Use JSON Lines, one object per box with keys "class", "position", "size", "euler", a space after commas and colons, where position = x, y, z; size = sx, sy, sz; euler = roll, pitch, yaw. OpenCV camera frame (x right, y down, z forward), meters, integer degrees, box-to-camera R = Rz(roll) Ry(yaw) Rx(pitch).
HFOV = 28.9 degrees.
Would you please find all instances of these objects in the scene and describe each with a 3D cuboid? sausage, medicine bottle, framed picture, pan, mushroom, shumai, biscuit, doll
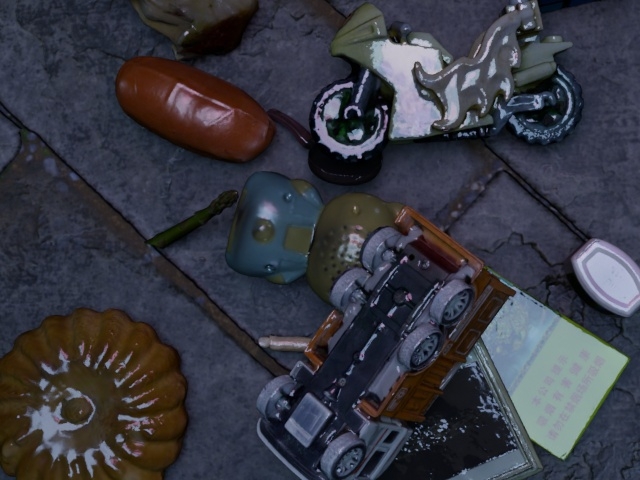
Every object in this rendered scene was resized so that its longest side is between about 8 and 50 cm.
{"class": "sausage", "position": [-0.195, -0.200, 1.905], "size": [0.258, 0.133, 0.133], "euler": [26, 89, 7]}
{"class": "medicine bottle", "position": [0.403, 0.056, 1.773], "size": [0.115, 0.219, 0.078], "euler": [45, 92, 7]}
{"class": "framed picture", "position": [0.152, 0.297, 1.854], "size": [0.293, 0.018, 0.231], "euler": [-27, 89, 12]}
{"class": "pan", "position": [-0.002, -0.142, 1.908], "size": [0.212, 0.115, 0.040], "euler": [31, 132, 25]}
{"class": "mushroom", "position": [-0.001, 0.170, 1.892], "size": [0.187, 0.060, 0.061], "euler": [5, 92, 11]}
{"class": "shumai", "position": [-0.202, -0.435, 1.878], "size": [0.346, 0.217, 0.283], "euler": [-15, 84, 2]}
{"class": "biscuit", "position": [-0.362, 0.260, 1.903], "size": [0.325, 0.107, 0.326], "euler": [-1, 86, 10]}
{"class": "doll", "position": [0.000, 0.000, 1.848], "size": [0.260, 0.161, 0.177], "euler": [17, 95, 5]}

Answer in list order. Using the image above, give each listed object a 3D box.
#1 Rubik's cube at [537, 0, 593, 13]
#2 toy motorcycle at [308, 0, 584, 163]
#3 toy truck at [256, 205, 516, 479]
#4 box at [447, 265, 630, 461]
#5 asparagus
{"class": "Rubik's cube", "position": [0.375, -0.442, 1.844], "size": [0.162, 0.160, 0.163], "euler": [-15, 84, 5]}
{"class": "toy motorcycle", "position": [0.183, -0.242, 1.849], "size": [0.410, 0.169, 0.237], "euler": [-4, 93, -3]}
{"class": "toy truck", "position": [0.096, 0.167, 1.752], "size": [0.173, 0.207, 0.387], "euler": [39, 98, 34]}
{"class": "box", "position": [0.270, 0.162, 1.867], "size": [0.335, 0.047, 0.187], "euler": [33, 90, 8]}
{"class": "asparagus", "position": [-0.190, -0.031, 1.881], "size": [0.236, 0.034, 0.027], "euler": [-28, 81, 42]}
